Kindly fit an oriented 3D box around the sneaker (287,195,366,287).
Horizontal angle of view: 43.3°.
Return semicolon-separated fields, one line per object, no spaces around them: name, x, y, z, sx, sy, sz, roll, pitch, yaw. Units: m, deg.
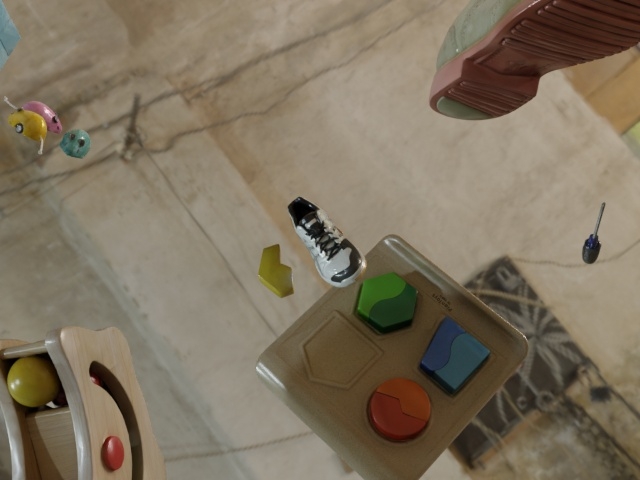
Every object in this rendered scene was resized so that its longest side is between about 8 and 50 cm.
sneaker;0.000;0.000;0.544;0.032;0.083;0.037;-42;-49;0

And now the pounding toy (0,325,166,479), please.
pounding toy;-0.235;0.209;0.689;0.155;0.269;0.154;-12;10;15

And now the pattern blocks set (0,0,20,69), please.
pattern blocks set;-0.284;-0.190;0.477;0.325;0.026;0.285;86;-163;-46

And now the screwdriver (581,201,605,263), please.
screwdriver;0.341;-0.013;1.003;0.024;0.025;0.170;-11;-30;7

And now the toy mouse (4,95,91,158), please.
toy mouse;-0.360;-0.154;1.100;0.031;0.161;0.143;-57;-29;11

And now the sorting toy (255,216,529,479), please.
sorting toy;0.042;0.096;0.885;0.229;0.307;0.041;-44;-21;-17

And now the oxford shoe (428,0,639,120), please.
oxford shoe;0.241;-0.262;0.871;0.140;0.146;0.397;13;-17;-24
